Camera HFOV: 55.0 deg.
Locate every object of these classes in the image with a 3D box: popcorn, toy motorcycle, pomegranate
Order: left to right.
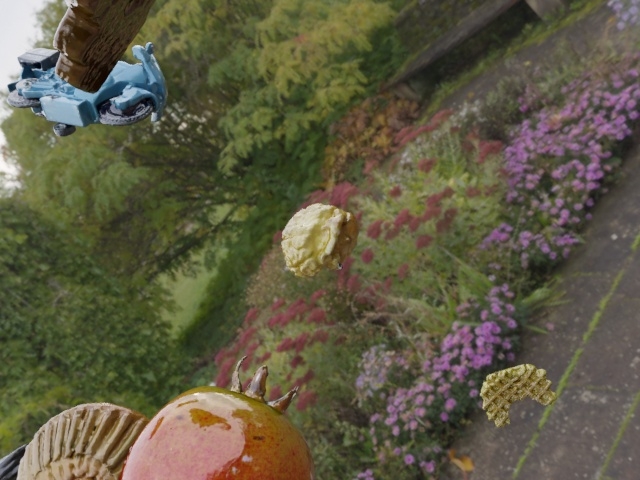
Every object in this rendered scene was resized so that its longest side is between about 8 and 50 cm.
[{"bbox_3d":[-0.348,-0.238,0.955,0.182,0.272,0.123,-56,-29,-44],"label":"toy motorcycle"},{"bbox_3d":[-0.110,0.259,0.706,0.221,0.221,0.257,-29,32,54],"label":"pomegranate"},{"bbox_3d":[0.000,0.000,1.309,0.180,0.170,0.180,-44,-19,-19],"label":"popcorn"}]

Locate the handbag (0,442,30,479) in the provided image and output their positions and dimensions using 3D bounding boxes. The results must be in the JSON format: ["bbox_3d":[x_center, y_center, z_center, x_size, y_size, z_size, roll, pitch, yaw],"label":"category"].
[{"bbox_3d":[-0.588,0.484,1.011,0.332,0.075,0.191,-48,-8,-27],"label":"handbag"}]

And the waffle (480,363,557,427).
[{"bbox_3d":[0.525,0.412,1.646,0.194,0.149,0.051,-20,-1,16],"label":"waffle"}]

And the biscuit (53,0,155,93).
[{"bbox_3d":[-0.211,-0.259,0.644,0.301,0.043,0.278,-43,19,39],"label":"biscuit"}]

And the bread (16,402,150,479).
[{"bbox_3d":[-0.327,0.353,0.885,0.240,0.240,0.139,-47,2,6],"label":"bread"}]
